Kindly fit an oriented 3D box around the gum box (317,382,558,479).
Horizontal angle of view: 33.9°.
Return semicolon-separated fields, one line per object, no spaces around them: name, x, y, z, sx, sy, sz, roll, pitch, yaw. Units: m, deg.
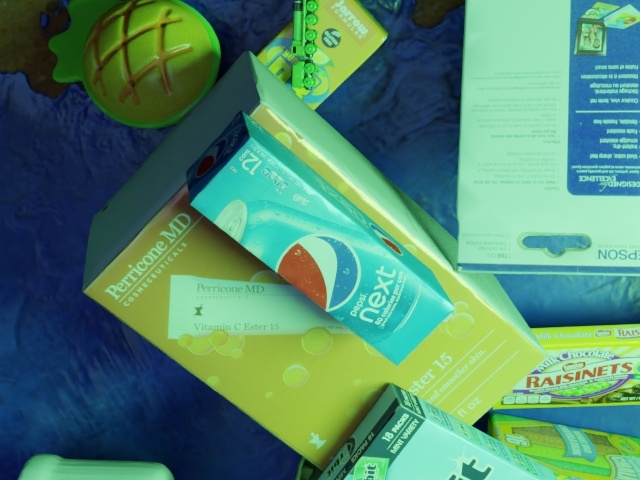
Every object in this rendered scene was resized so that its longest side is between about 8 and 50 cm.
gum box;0.093;0.231;0.918;0.184;0.041;0.157;30;105;-20

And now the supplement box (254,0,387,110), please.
supplement box;-0.045;-0.140;0.992;0.233;0.080;0.078;-44;98;9

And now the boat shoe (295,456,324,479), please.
boat shoe;0.004;0.365;1.069;0.123;0.123;0.342;10;102;2

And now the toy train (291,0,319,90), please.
toy train;-0.015;-0.175;0.936;0.024;0.017;0.083;5;103;13

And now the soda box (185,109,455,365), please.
soda box;0.000;0.000;0.786;0.210;0.071;0.067;39;102;-22

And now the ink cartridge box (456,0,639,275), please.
ink cartridge box;0.204;-0.124;0.904;0.165;0.065;0.332;2;75;13

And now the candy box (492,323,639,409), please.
candy box;0.269;0.123;1.023;0.206;0.027;0.105;-3;134;5

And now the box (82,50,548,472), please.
box;-0.006;0.038;0.934;0.345;0.168;0.215;40;102;-21

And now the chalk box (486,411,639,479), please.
chalk box;0.262;0.267;1.026;0.213;0.132;0.132;8;102;2

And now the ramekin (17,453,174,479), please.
ramekin;-0.208;0.342;1.011;0.135;0.277;0.277;-3;102;-2

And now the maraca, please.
maraca;-0.176;-0.175;0.987;0.186;0.099;0.127;25;84;23
